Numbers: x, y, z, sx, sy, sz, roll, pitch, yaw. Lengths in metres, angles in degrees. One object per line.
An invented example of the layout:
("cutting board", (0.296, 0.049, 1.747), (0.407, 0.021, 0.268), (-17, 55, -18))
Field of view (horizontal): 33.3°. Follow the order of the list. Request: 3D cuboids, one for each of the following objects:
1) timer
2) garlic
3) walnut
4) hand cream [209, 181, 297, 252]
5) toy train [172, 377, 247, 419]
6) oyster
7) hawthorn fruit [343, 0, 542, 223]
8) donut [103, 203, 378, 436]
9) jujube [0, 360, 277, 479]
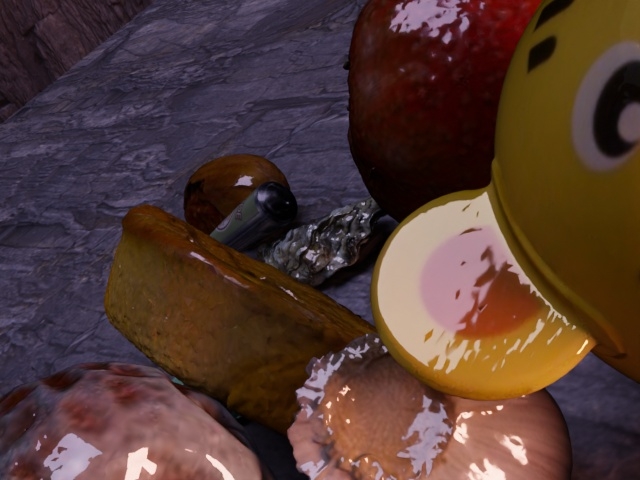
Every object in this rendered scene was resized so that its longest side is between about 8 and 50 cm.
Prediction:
("timer", (0.260, -0.025, 0.654), (0.376, 0.376, 0.387), (3, 53, 51))
("garlic", (0.038, 0.158, 0.741), (0.256, 0.207, 0.207), (-29, 24, 24))
("walnut", (-0.116, -0.054, 1.393), (0.207, 0.116, 0.116), (2, 41, 51))
("hand cream", (-0.107, -0.004, 1.286), (0.086, 0.055, 0.235), (-26, -6, -45))
("toy train", (-0.137, 0.176, 1.053), (0.172, 0.070, 0.099), (-44, 17, -25))
("oyster", (0.000, 0.000, 1.214), (0.177, 0.064, 0.125), (-33, 12, 15))
("hawthorn fruit", (0.195, -0.160, 1.063), (0.369, 0.285, 0.285), (-14, 30, 17))
("donut", (-0.059, 0.080, 0.915), (0.110, 0.303, 0.303), (-60, 28, 0))
("jujube", (-0.153, 0.202, 0.784), (0.308, 0.246, 0.215), (-11, 55, 60))
